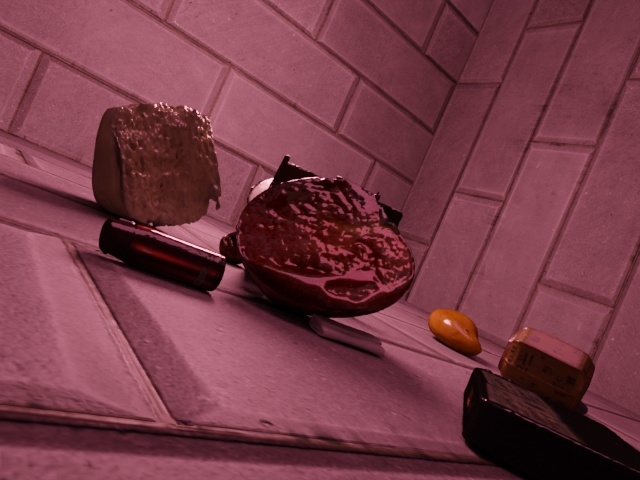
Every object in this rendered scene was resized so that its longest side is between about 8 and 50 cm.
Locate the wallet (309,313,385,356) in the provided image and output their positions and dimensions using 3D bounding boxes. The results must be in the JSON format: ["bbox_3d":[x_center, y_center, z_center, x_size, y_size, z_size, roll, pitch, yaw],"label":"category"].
[{"bbox_3d":[0.043,0.151,0.776,0.122,0.025,0.061,24,6,-25],"label":"wallet"}]

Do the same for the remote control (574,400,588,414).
[{"bbox_3d":[0.651,0.416,1.352,0.107,0.044,0.377,28,1,22],"label":"remote control"}]

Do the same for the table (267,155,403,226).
[{"bbox_3d":[0.000,0.000,1.102,0.281,0.196,0.251,24,-25,2],"label":"table"}]

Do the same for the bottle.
[{"bbox_3d":[-0.212,0.017,0.658,0.164,0.060,0.060,24,0,-31],"label":"bottle"}]

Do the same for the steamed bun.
[{"bbox_3d":[-0.405,-0.179,1.110,0.273,0.291,0.272,4,-2,22],"label":"steamed bun"}]

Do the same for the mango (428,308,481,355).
[{"bbox_3d":[0.425,0.280,1.539,0.157,0.109,0.262,28,1,-10],"label":"mango"}]

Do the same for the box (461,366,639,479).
[{"bbox_3d":[0.288,0.242,0.618,0.211,0.058,0.350,22,-1,19],"label":"box"}]

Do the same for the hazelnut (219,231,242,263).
[{"bbox_3d":[-0.203,0.020,1.167,0.086,0.087,0.086,24,0,0],"label":"hazelnut"}]

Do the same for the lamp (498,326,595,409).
[{"bbox_3d":[0.525,0.299,1.139,0.185,0.161,0.161,28,2,31],"label":"lamp"}]

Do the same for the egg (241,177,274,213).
[{"bbox_3d":[-0.111,-0.034,1.595,0.336,0.337,0.201,24,-37,-16],"label":"egg"}]

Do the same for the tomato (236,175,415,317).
[{"bbox_3d":[0.002,0.042,0.868,0.308,0.309,0.170,24,-37,13],"label":"tomato"}]
